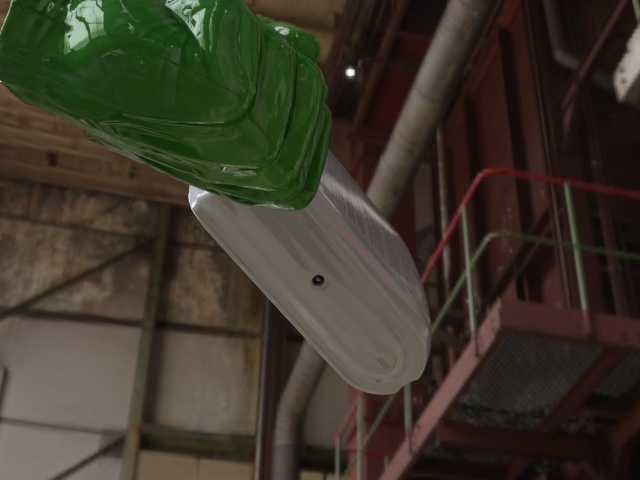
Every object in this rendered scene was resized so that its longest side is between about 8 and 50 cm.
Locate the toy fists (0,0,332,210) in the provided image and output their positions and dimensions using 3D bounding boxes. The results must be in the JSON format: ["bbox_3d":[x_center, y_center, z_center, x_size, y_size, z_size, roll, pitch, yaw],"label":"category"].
[{"bbox_3d":[-0.062,-0.078,0.599,0.142,0.096,0.279,24,-3,3],"label":"toy fists"}]

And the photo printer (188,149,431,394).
[{"bbox_3d":[0.000,0.000,1.114,0.107,0.256,0.307,-35,-66,14],"label":"photo printer"}]
